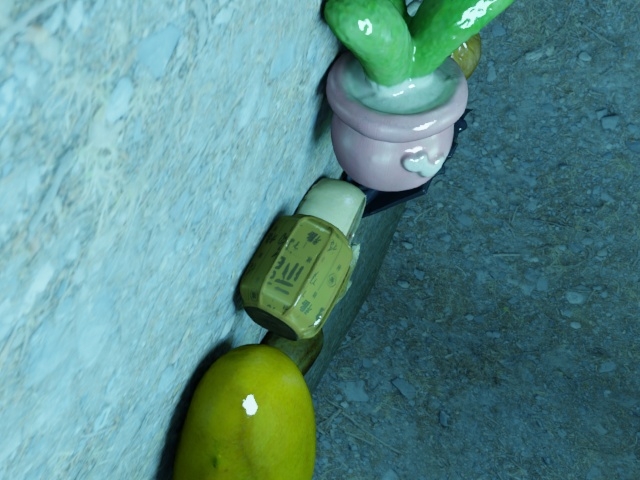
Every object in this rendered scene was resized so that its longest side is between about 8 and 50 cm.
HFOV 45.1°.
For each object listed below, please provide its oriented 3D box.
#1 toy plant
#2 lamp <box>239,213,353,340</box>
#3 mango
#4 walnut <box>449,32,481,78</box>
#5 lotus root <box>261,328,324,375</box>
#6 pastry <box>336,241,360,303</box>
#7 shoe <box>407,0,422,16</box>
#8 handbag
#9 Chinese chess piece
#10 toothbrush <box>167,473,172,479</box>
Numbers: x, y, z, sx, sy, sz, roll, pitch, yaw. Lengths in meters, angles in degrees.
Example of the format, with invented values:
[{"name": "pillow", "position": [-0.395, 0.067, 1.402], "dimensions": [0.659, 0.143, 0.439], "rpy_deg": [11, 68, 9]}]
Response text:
[{"name": "toy plant", "position": [0.137, -0.253, 1.142], "dimensions": [0.317, 0.211, 0.356], "rpy_deg": [-18, 139, -17]}, {"name": "lamp", "position": [-0.039, 0.059, 1.259], "dimensions": [0.185, 0.161, 0.161], "rpy_deg": [-61, 171, -23]}, {"name": "mango", "position": [-0.130, 0.355, 1.323], "dimensions": [0.300, 0.232, 0.446], "rpy_deg": [-53, 155, -41]}, {"name": "walnut", "position": [0.261, -0.409, 1.660], "dimensions": [0.167, 0.167, 0.207], "rpy_deg": [-63, 177, -8]}, {"name": "lotus root", "position": [-0.067, 0.245, 1.712], "dimensions": [0.241, 0.123, 0.124], "rpy_deg": [-54, 158, -60]}, {"name": "pastry", "position": [0.041, 0.087, 2.012], "dimensions": [0.258, 0.089, 0.121], "rpy_deg": [97, 16, -60]}, {"name": "shoe", "position": [0.174, -0.343, 1.481], "dimensions": [0.099, 0.125, 0.227], "rpy_deg": [-53, 167, -43]}, {"name": "handbag", "position": [0.194, -0.205, 1.692], "dimensions": [0.269, 0.118, 0.326], "rpy_deg": [-18, -149, 42]}, {"name": "Chinese chess piece", "position": [0.000, 0.000, 1.487], "dimensions": [0.250, 0.103, 0.250], "rpy_deg": [24, 90, -83]}, {"name": "toothbrush", "position": [-0.306, 0.493, 1.296], "dimensions": [0.028, 0.026, 0.294], "rpy_deg": [-48, -176, 41]}]
